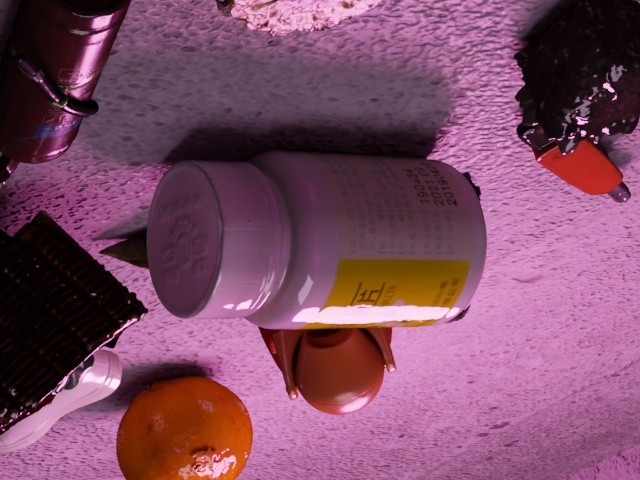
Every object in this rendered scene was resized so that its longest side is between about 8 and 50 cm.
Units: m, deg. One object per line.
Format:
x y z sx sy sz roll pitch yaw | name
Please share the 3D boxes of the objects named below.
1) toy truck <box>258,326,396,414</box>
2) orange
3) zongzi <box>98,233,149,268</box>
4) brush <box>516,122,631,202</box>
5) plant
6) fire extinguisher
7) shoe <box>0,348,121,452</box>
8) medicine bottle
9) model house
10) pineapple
0.016 0.142 2.271 0.189 0.239 0.265 -15 158 1 | toy truck
-0.213 0.311 2.582 0.219 0.193 0.219 -11 179 0 | orange
-0.212 0.020 2.101 0.113 0.052 0.104 -6 165 13 | zongzi
0.338 -0.108 2.149 0.070 0.051 0.323 -31 151 18 | brush
0.296 -0.179 1.846 0.129 0.132 0.194 -3 150 -22 | plant
-0.267 -0.150 1.571 0.141 0.105 0.341 -43 174 -34 | fire extinguisher
-0.418 0.219 2.381 0.265 0.095 0.110 -30 148 19 | shoe
0.000 0.000 1.968 0.379 0.213 0.213 1 152 -33 | medicine bottle
-0.384 0.067 1.936 0.282 0.317 0.297 -45 -169 24 | model house
-0.009 -0.255 1.585 0.221 0.047 0.221 -12 158 -5 | pineapple
